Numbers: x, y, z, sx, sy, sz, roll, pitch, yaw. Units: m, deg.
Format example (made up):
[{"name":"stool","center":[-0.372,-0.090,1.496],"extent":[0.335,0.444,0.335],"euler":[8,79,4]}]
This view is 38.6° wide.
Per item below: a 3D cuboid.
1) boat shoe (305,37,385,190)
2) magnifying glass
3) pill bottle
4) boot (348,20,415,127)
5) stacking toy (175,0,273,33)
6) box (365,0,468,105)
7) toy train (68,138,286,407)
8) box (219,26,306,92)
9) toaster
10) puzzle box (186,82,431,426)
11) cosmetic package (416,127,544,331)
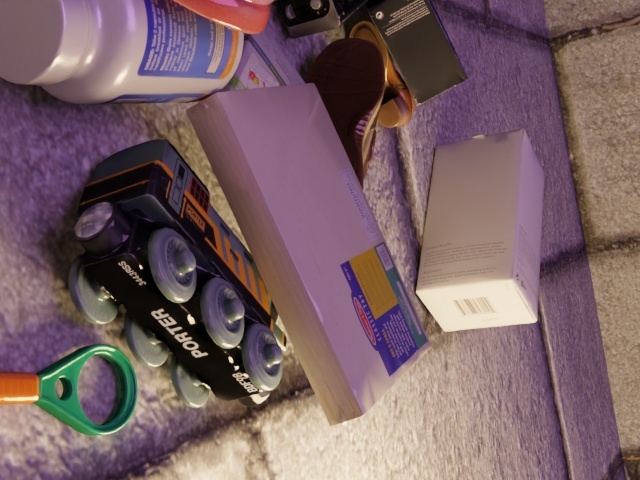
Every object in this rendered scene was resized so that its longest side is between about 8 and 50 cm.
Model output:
[{"name":"boat shoe","center":[0.029,-0.156,1.412],"extent":[0.123,0.123,0.342],"euler":[93,3,-63]},{"name":"magnifying glass","center":[-0.260,0.143,0.880],"extent":[0.231,0.026,0.092],"euler":[18,66,-60]},{"name":"pill bottle","center":[-0.211,-0.217,0.940],"extent":[0.272,0.152,0.152],"euler":[-15,95,-61]},{"name":"boot","center":[0.114,-0.299,1.643],"extent":[0.152,0.073,0.197],"euler":[-42,117,-66]},{"name":"stacking toy","center":[-0.146,-0.369,0.953],"extent":[0.279,0.130,0.309],"euler":[24,28,-29]},{"name":"box","center":[0.160,-0.368,1.591],"extent":[0.184,0.103,0.261],"euler":[61,12,-22]},{"name":"toy train","center":[-0.143,0.045,1.010],"extent":[0.334,0.142,0.190],"euler":[53,30,-41]},{"name":"box","center":[-0.087,-0.200,1.274],"extent":[0.145,0.038,0.186],"euler":[52,41,-40]},{"name":"toaster","center":[-0.008,-0.421,1.405],"extent":[0.186,0.110,0.168],"euler":[-54,128,-52]},{"name":"puzzle box","center":[0.000,0.000,1.157],"extent":[0.409,0.052,0.272],"euler":[66,26,0]},{"name":"cosmetic package","center":[0.319,-0.023,1.783],"extent":[0.155,0.197,0.365],"euler":[51,42,-41]}]
